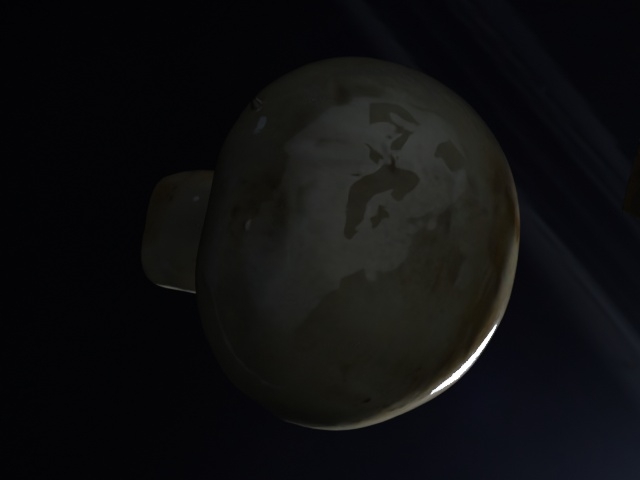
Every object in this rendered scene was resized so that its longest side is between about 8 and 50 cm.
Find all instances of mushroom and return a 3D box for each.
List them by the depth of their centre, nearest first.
[{"bbox_3d":[0.000,0.000,1.254,0.292,0.290,0.293,-5,-82,-39],"label":"mushroom"}]

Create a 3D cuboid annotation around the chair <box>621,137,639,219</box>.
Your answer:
[{"bbox_3d":[0.426,-0.191,1.265,0.240,0.416,0.203,27,-148,35],"label":"chair"}]
